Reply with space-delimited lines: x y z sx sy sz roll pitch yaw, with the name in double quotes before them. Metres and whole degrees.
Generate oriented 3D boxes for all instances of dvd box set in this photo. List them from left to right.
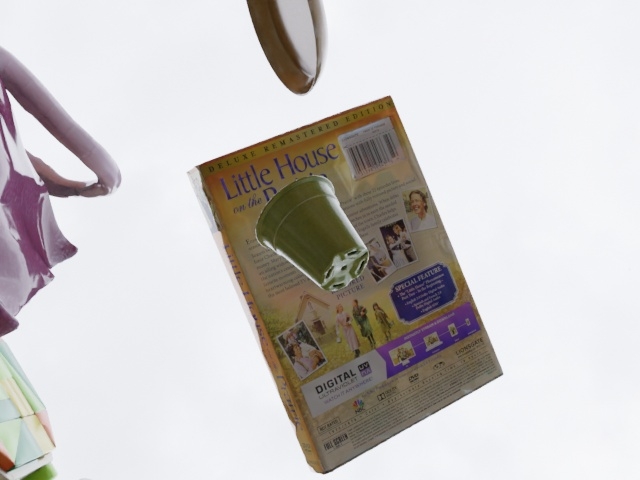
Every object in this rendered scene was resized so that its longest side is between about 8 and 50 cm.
"dvd box set" 0.040 0.049 1.278 0.307 0.062 0.420 -24 -87 -27

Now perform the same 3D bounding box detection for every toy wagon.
"toy wagon" -0.390 0.170 1.101 0.068 0.344 0.267 -32 -95 -2

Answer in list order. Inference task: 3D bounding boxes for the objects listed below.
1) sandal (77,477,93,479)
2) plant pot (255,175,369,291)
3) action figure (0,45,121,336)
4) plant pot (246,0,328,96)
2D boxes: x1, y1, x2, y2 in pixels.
"sandal" -0.239 0.288 0.922 0.079 0.240 0.088 -40 -96 -8
"plant pot" 0.000 0.000 0.838 0.083 0.083 0.079 -49 -122 11
"action figure" -0.216 -0.115 0.470 0.248 0.275 0.370 13 -55 31
"plant pot" -0.045 -0.309 1.275 0.032 0.236 0.236 -22 -100 -17
